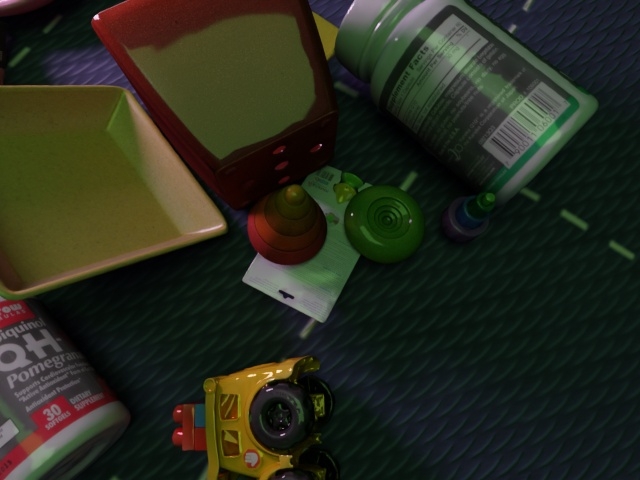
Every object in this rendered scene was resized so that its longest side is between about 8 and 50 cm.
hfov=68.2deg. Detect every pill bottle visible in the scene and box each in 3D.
[{"bbox_3d":[-0.420,0.176,0.628,0.176,0.176,0.318,-43,79,-11],"label":"pill bottle"},{"bbox_3d":[0.208,-0.239,0.730,0.204,0.204,0.361,-43,79,-11],"label":"pill bottle"}]

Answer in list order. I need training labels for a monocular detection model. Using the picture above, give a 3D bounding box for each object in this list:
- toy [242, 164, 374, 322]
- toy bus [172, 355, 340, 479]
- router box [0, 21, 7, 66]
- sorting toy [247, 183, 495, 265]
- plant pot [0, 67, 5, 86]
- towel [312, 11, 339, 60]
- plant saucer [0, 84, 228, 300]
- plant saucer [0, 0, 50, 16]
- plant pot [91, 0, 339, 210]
[{"bbox_3d":[0.000,0.000,0.740,0.137,0.056,0.237,26,71,11],"label":"toy"},{"bbox_3d":[-0.091,0.275,0.627,0.211,0.149,0.220,-9,77,11],"label":"toy bus"},{"bbox_3d":[-0.693,-0.343,0.707,0.243,0.309,0.081,12,102,4],"label":"router box"},{"bbox_3d":[0.082,-0.044,0.668,0.365,0.126,0.127,-1,71,-9],"label":"sorting toy"},{"bbox_3d":[-0.644,-0.192,0.707,0.284,0.284,0.191,11,103,3],"label":"plant pot"},{"bbox_3d":[-0.069,-0.408,0.872,0.237,0.021,0.102,37,78,9],"label":"towel"},{"bbox_3d":[-0.353,-0.079,0.680,0.333,0.081,0.333,51,38,13],"label":"plant saucer"},{"bbox_3d":[-0.570,-0.555,0.858,0.332,0.084,0.332,0,85,1],"label":"plant saucer"},{"bbox_3d":[-0.111,-0.202,0.694,0.267,0.267,0.235,-29,80,-7],"label":"plant pot"}]
